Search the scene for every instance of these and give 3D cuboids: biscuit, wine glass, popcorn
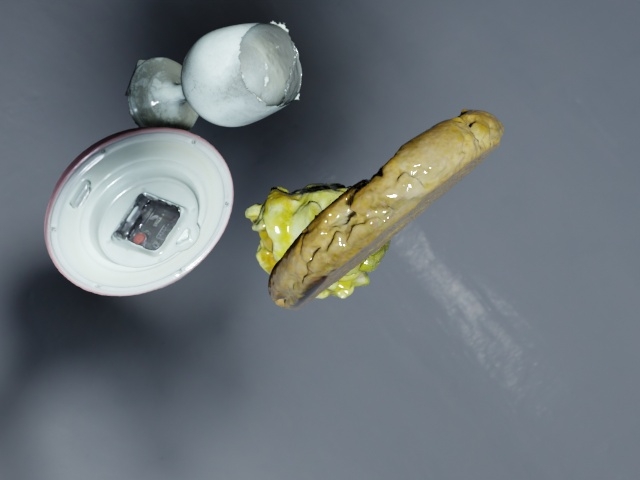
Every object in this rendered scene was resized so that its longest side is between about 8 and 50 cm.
[{"bbox_3d":[0.046,-0.024,0.631,0.042,0.226,0.226,50,42,6],"label":"biscuit"},{"bbox_3d":[-0.136,-0.200,1.073,0.126,0.241,0.126,2,87,-43],"label":"wine glass"},{"bbox_3d":[0.000,0.000,1.487,0.259,0.259,0.212,-16,100,-45],"label":"popcorn"}]

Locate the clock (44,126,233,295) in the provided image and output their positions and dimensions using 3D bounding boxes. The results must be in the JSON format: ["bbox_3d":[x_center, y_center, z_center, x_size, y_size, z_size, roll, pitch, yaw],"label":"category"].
[{"bbox_3d":[-0.220,-0.032,1.043,0.244,0.244,0.056,-1,34,-39],"label":"clock"}]
